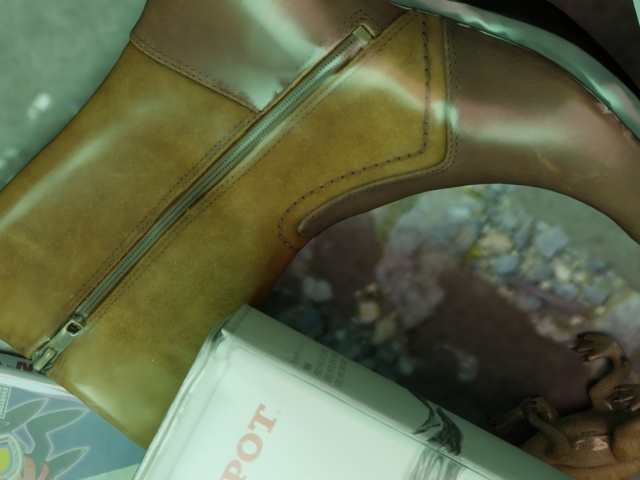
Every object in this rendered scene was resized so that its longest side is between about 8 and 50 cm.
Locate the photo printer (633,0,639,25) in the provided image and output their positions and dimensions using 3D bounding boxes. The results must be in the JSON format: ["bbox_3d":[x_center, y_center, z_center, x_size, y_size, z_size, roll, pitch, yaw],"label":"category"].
[{"bbox_3d":[0.250,-0.176,0.490,0.307,0.107,0.256,-26,112,-12],"label":"photo printer"}]

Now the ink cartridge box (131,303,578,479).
[{"bbox_3d":[0.021,0.146,0.560,0.218,0.092,0.158,28,97,-1],"label":"ink cartridge box"}]

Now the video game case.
[{"bbox_3d":[-0.132,0.160,0.714,0.183,0.023,0.201,14,114,-9],"label":"video game case"}]

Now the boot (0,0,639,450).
[{"bbox_3d":[0.000,0.000,0.601,0.264,0.096,0.280,34,108,-16],"label":"boot"}]

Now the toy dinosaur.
[{"bbox_3d":[0.152,0.096,0.691,0.183,0.053,0.092,-10,131,9],"label":"toy dinosaur"}]
